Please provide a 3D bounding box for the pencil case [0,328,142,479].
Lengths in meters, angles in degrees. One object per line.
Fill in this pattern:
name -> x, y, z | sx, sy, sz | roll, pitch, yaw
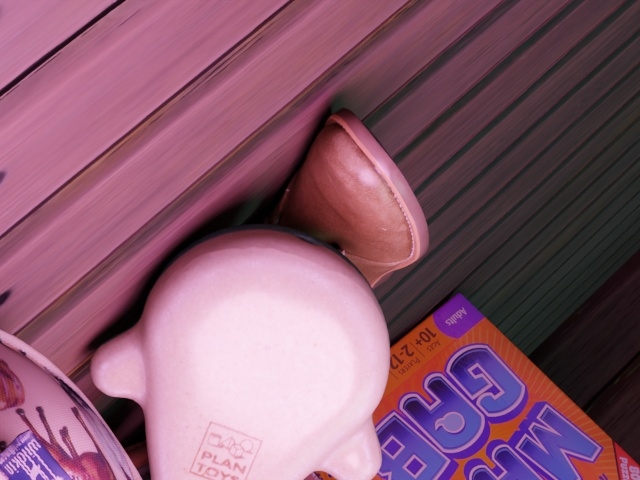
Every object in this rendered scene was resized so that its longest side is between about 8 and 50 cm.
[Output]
pencil case -> -0.274, 0.246, 1.120 | 0.410, 0.183, 0.160 | -46, 152, 7

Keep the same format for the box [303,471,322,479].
box -> -0.145, 0.329, 1.630 | 0.381, 0.191, 0.143 | -43, -151, -15

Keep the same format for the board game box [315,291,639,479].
board game box -> 0.132, 0.363, 2.560 | 0.356, 0.356, 0.356 | -35, 165, -43

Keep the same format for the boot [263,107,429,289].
boot -> 0.000, 0.000, 1.478 | 0.115, 0.112, 0.305 | -31, 167, -15

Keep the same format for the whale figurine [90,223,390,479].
whale figurine -> -0.060, 0.117, 1.407 | 0.141, 0.216, 0.272 | -95, -155, -75

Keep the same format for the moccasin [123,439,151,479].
moccasin -> -0.233, 0.269, 1.470 | 0.380, 0.139, 0.147 | -40, -151, -13
